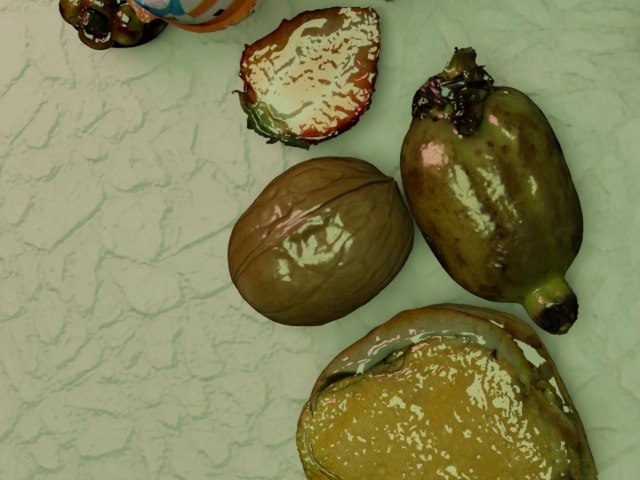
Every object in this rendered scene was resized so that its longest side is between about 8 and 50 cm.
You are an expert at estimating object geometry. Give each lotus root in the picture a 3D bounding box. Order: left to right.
[{"bbox_3d":[0.179,-0.043,1.801,0.169,0.141,0.314,-23,89,-8],"label":"lotus root"}]

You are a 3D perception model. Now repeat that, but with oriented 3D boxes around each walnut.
[{"bbox_3d":[0.000,0.000,1.833,0.207,0.167,0.167,-37,86,13],"label":"walnut"}]

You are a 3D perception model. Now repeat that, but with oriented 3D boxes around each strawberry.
[{"bbox_3d":[-0.008,-0.181,1.867,0.146,0.082,0.187,44,94,1],"label":"strawberry"}]

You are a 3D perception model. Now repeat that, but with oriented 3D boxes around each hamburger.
[{"bbox_3d":[0.128,0.215,1.818,0.318,0.158,0.318,1,94,11],"label":"hamburger"}]

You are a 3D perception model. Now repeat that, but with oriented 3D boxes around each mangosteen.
[{"bbox_3d":[-0.227,-0.259,1.875,0.140,0.140,0.140,1,93,11],"label":"mangosteen"}]

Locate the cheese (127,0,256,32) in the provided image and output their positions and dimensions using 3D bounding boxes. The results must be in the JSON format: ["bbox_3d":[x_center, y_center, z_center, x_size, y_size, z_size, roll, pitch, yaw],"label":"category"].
[{"bbox_3d":[-0.103,-0.332,1.718,0.329,0.129,0.217,-33,86,40],"label":"cheese"}]
